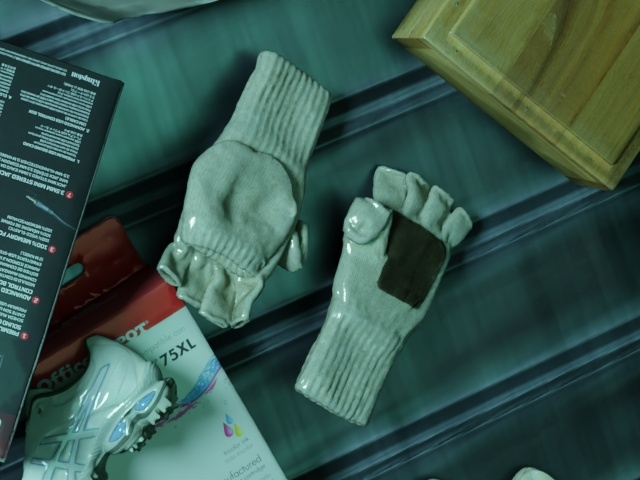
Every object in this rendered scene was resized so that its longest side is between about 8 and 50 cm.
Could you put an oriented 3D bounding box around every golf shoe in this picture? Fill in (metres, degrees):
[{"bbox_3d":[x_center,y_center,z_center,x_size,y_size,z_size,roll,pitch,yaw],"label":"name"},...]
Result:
[{"bbox_3d":[-0.180,0.144,1.090,0.086,0.069,0.176,41,83,3],"label":"golf shoe"}]

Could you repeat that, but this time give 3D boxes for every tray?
[{"bbox_3d":[0.258,-0.266,1.249,0.203,0.076,0.411,36,86,-19],"label":"tray"}]

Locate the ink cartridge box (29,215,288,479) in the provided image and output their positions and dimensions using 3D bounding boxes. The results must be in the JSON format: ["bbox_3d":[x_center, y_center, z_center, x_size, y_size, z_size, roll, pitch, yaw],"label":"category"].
[{"bbox_3d":[-0.140,0.113,1.162,0.134,0.078,0.231,-33,105,-12],"label":"ink cartridge box"}]

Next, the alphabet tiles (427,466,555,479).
[{"bbox_3d":[0.140,0.336,1.316,0.278,0.021,0.284,38,85,-19],"label":"alphabet tiles"}]

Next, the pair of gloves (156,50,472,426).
[{"bbox_3d":[0.000,0.000,1.180,0.240,0.042,0.204,41,65,-28],"label":"pair of gloves"}]

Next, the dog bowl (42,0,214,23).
[{"bbox_3d":[-0.127,-0.321,1.097,0.348,0.102,0.349,-2,97,-18],"label":"dog bowl"}]

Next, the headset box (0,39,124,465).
[{"bbox_3d":[-0.278,0.007,1.038,0.218,0.110,0.293,17,77,-11],"label":"headset box"}]
